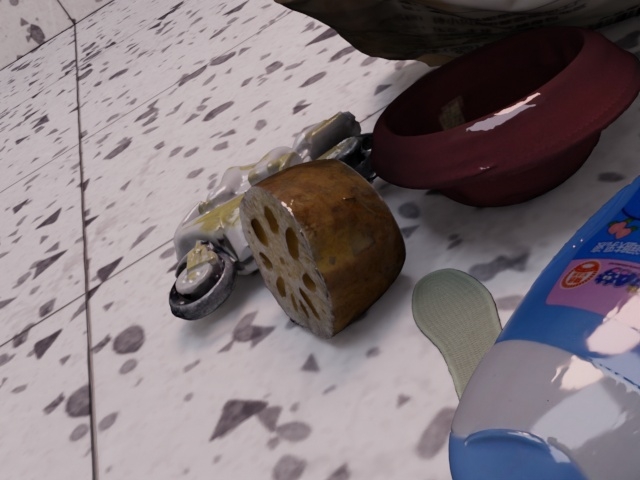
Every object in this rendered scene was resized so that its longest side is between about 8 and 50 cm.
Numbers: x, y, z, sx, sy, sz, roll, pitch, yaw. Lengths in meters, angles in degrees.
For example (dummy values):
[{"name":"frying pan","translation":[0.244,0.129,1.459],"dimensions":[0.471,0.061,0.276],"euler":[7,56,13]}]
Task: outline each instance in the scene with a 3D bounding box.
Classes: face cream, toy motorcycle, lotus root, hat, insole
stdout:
[{"name":"face cream","translation":[0.163,0.039,0.407],"dimensions":[0.264,0.083,0.149],"euler":[-43,27,-19]},{"name":"toy motorcycle","translation":[-0.047,-0.027,0.728],"dimensions":[0.229,0.074,0.151],"euler":[-42,30,-6]},{"name":"lotus root","translation":[-0.001,-0.003,0.599],"dimensions":[0.081,0.112,0.122],"euler":[-34,27,-17]},{"name":"hat","translation":[0.132,-0.079,0.617],"dimensions":[0.205,0.089,0.205],"euler":[-24,23,11]},{"name":"insole","translation":[0.088,0.057,0.533],"dimensions":[0.053,0.002,0.152],"euler":[-26,29,9]}]

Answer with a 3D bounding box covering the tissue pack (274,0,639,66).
[{"name":"tissue pack","translation":[0.159,-0.248,0.678],"dimensions":[0.376,0.195,0.390],"euler":[-24,-1,16]}]
